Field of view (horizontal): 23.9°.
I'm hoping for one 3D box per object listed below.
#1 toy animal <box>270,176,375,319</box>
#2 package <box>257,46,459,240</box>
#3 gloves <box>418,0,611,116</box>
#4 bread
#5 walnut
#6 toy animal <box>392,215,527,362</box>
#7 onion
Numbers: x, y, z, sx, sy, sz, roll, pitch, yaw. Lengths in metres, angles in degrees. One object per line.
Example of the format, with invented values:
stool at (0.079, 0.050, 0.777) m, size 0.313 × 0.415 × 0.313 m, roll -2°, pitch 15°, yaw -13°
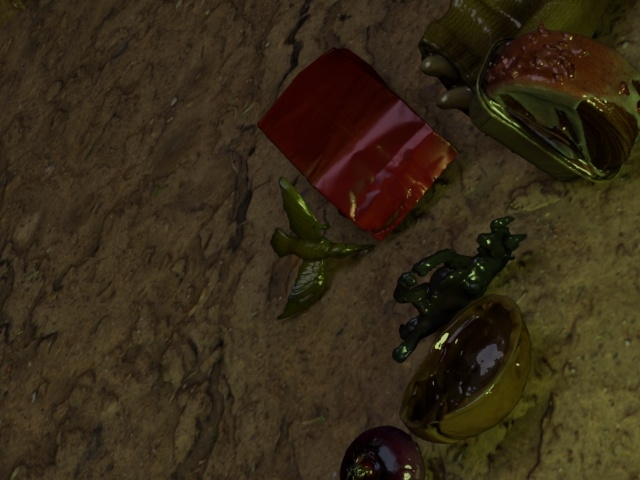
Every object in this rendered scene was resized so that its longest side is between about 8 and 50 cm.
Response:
toy animal at (0.000, 0.000, 2.219) m, size 0.155 × 0.219 × 0.095 m, roll -7°, pitch 19°, yaw 0°
package at (0.046, -0.162, 2.296) m, size 0.196 × 0.123 × 0.423 m, roll -49°, pitch 30°, yaw 6°
gloves at (0.292, -0.300, 2.099) m, size 0.356 × 0.155 × 0.203 m, roll -39°, pitch 36°, yaw -13°
bread at (0.300, -0.163, 1.876) m, size 0.142 × 0.224 × 0.212 m, roll -63°, pitch 12°, yaw -21°
walnut at (0.191, 0.166, 1.795) m, size 0.167 × 0.087 × 0.211 m, roll -18°, pitch 33°, yaw 51°
toy animal at (0.167, 0.067, 1.923) m, size 0.232 × 0.148 × 0.084 m, roll -48°, pitch 66°, yaw 29°
onion at (0.070, 0.279, 1.815) m, size 0.115 × 0.104 × 0.115 m, roll -11°, pitch 73°, yaw 41°
